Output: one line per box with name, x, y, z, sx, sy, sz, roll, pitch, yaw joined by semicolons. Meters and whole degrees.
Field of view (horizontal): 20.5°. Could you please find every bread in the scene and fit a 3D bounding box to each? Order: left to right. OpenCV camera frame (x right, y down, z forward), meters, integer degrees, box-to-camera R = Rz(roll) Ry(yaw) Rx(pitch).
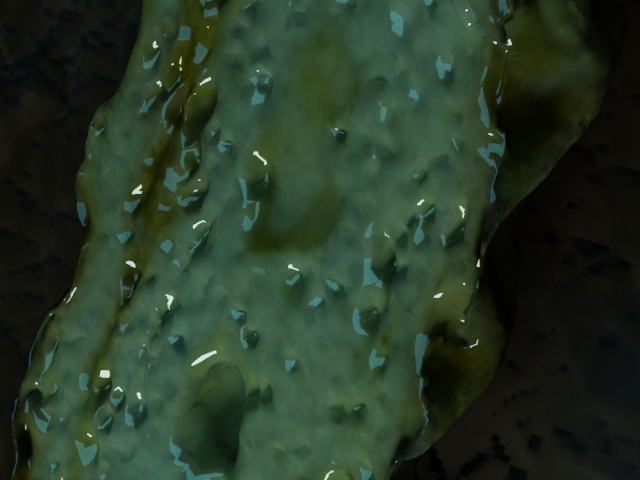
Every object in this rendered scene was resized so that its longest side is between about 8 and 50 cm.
bread;0.000;0.000;0.429;0.128;0.088;0.232;35;117;38
